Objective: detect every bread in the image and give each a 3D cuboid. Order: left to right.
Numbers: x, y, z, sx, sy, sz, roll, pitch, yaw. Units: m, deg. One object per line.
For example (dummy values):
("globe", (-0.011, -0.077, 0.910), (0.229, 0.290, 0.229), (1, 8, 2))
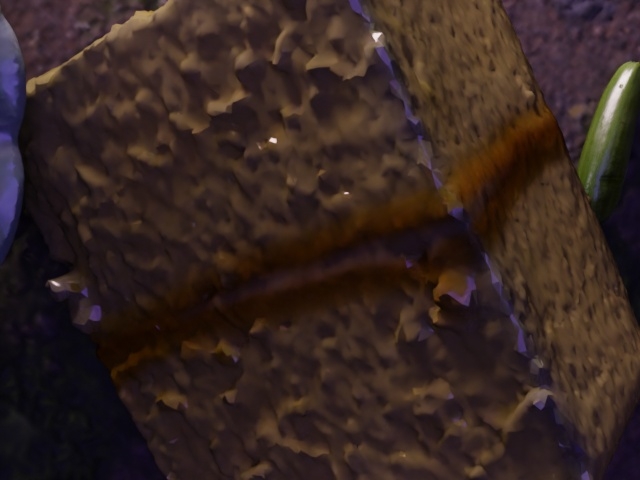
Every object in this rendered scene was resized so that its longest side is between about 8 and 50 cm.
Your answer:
("bread", (0.000, 0.000, 0.591), (0.236, 0.198, 0.263), (-24, 94, 31))

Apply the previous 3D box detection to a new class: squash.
("squash", (0.149, -0.051, 0.640), (0.027, 0.027, 0.089), (15, 87, -7))

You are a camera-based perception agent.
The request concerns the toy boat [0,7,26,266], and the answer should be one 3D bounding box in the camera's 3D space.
("toy boat", (-0.228, -0.027, 0.553), (0.199, 0.100, 0.290), (-2, 90, -7))
